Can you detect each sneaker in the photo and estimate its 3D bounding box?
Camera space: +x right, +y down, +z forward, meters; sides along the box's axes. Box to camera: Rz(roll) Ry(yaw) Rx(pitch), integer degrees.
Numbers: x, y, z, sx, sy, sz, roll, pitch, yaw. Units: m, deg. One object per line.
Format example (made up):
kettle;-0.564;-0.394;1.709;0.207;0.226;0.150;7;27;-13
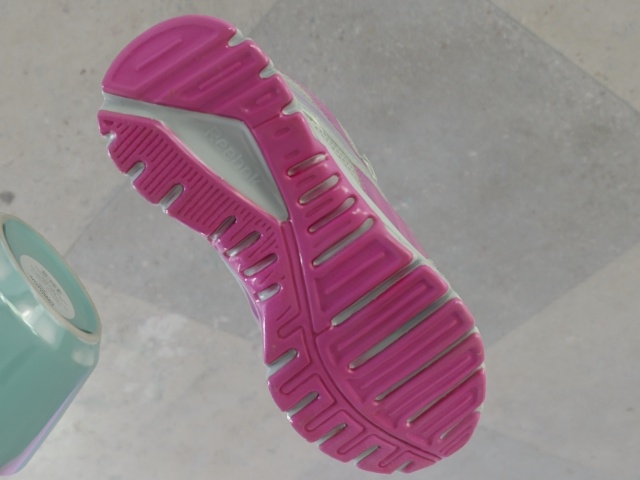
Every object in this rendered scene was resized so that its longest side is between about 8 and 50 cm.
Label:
sneaker;0.000;0.000;0.437;0.103;0.111;0.252;-29;103;11

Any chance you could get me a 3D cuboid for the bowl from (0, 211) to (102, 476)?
bowl;-0.363;0.085;0.978;0.163;0.311;0.311;-37;134;0
